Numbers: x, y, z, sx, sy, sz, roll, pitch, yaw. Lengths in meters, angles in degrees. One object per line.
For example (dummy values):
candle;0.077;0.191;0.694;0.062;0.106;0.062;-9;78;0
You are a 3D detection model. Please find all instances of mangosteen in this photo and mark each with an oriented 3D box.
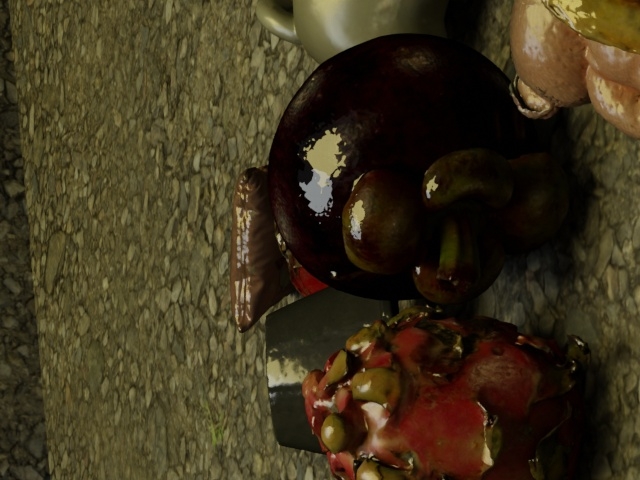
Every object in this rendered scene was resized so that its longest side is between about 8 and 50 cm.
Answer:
mangosteen;0.105;-0.062;2.021;0.347;0.307;0.306;48;129;51

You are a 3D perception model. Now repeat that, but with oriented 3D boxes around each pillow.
pillow;-0.066;-0.004;2.537;0.236;0.084;0.223;-32;-50;-66

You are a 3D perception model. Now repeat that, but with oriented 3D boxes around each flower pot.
flower pot;0.022;0.160;2.214;0.269;0.166;0.269;-9;-90;-87

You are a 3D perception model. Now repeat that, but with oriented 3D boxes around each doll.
doll;0.326;-0.194;1.802;0.303;0.156;0.201;19;110;36
doll;0.096;-0.342;2.195;0.370;0.226;0.215;-55;7;32

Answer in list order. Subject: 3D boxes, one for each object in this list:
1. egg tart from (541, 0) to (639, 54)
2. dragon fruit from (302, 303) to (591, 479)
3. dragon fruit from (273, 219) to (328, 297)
egg tart;0.321;-0.279;1.656;0.128;0.319;0.319;75;-176;-64
dragon fruit;0.125;0.195;1.959;0.269;0.291;0.250;15;96;63
dragon fruit;0.002;-0.001;2.407;0.223;0.148;0.218;-122;42;-52
